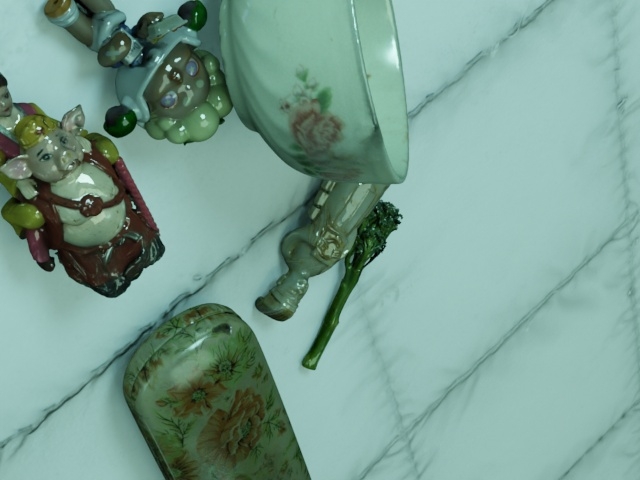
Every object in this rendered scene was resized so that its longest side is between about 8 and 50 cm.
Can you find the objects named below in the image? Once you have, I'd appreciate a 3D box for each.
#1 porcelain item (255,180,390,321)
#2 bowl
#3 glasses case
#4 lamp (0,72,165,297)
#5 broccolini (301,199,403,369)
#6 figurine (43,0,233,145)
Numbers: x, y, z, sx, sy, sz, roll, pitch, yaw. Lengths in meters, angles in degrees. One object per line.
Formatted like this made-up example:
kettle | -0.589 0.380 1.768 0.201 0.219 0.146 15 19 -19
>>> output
porcelain item | 0.000 0.000 1.354 0.084 0.054 0.213 33 90 -32
bowl | -0.008 -0.180 1.110 0.277 0.145 0.277 -6 90 -77
glasses case | -0.107 0.244 1.372 0.156 0.098 0.425 -35 136 -19
lamp | -0.227 -0.057 1.036 0.118 0.118 0.253 -42 140 -19
broccolini | 0.030 0.054 1.440 0.054 0.051 0.239 0 122 -53
figurine | -0.155 -0.160 1.056 0.147 0.093 0.197 -57 140 -9
